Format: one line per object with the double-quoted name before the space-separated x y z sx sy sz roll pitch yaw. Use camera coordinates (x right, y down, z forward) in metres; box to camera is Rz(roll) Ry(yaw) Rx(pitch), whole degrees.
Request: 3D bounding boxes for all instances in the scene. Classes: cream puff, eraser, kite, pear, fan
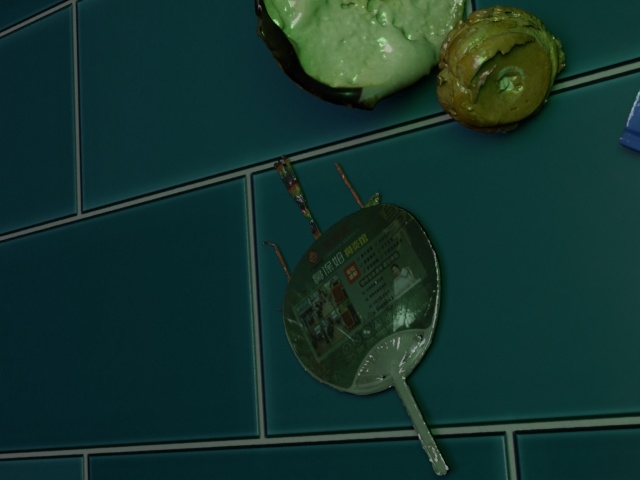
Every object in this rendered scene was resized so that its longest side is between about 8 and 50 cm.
"cream puff" 0.172 -0.174 1.038 0.133 0.119 0.104 -46 35 -6
"eraser" 0.325 -0.103 0.956 0.084 0.027 0.063 27 103 37
"kite" 0.000 0.000 1.220 0.198 0.006 0.244 -47 59 25
"pear" 0.022 -0.266 1.140 0.178 0.266 0.267 178 98 -71
"fan" 0.042 0.109 1.161 0.223 0.012 0.295 -9 78 38
